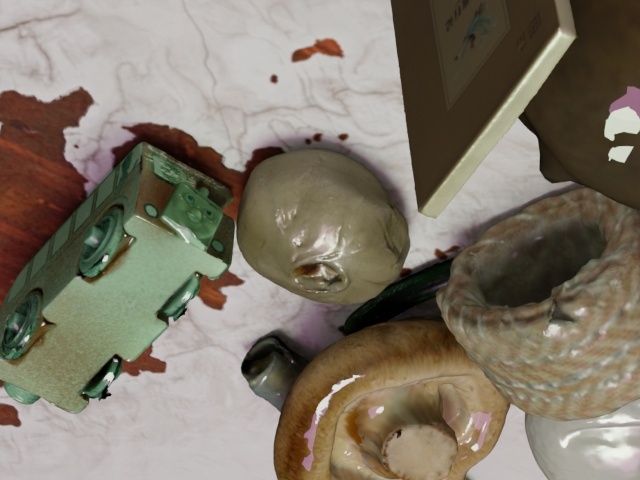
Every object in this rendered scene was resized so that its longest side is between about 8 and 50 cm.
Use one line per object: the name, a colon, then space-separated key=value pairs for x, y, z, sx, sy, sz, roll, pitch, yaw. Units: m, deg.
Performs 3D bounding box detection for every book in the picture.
book: x=0.119 y=-0.199 z=1.567 sx=0.021 sy=0.310 sz=0.217 roll=15 pitch=136 yaw=-22

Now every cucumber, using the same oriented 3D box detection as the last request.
cucumber: x=0.095 y=0.052 z=2.006 sx=0.184 sy=0.033 sz=0.036 roll=-29 pitch=108 yaw=30

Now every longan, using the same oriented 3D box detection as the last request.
longan: x=0.271 y=-0.160 z=1.586 sx=0.297 sy=0.297 sz=0.297 roll=5 pitch=134 yaw=6

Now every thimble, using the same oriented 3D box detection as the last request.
thimble: x=0.236 y=0.057 z=1.877 sx=0.229 sy=0.196 sz=0.148 roll=3 pitch=140 yaw=52

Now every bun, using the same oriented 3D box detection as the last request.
bun: x=0.000 y=0.000 z=1.916 sx=0.173 sy=0.113 sz=0.167 roll=13 pitch=135 yaw=2

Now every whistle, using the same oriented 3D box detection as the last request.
whistle: x=0.044 y=0.216 z=2.153 sx=0.326 sy=0.068 sz=0.057 roll=40 pitch=170 yaw=-27

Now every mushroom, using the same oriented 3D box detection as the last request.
mushroom: x=0.075 y=0.192 z=2.039 sx=0.278 sy=0.146 sz=0.278 roll=-15 pitch=127 yaw=-21

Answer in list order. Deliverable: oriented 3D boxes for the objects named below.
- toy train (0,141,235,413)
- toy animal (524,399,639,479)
toy train: x=-0.215 y=0.043 z=1.972 sx=0.129 sy=0.159 sz=0.326 roll=30 pitch=128 yaw=-21
toy animal: x=0.334 y=0.175 z=1.962 sx=0.265 sy=0.206 sz=0.272 roll=-7 pitch=134 yaw=12
